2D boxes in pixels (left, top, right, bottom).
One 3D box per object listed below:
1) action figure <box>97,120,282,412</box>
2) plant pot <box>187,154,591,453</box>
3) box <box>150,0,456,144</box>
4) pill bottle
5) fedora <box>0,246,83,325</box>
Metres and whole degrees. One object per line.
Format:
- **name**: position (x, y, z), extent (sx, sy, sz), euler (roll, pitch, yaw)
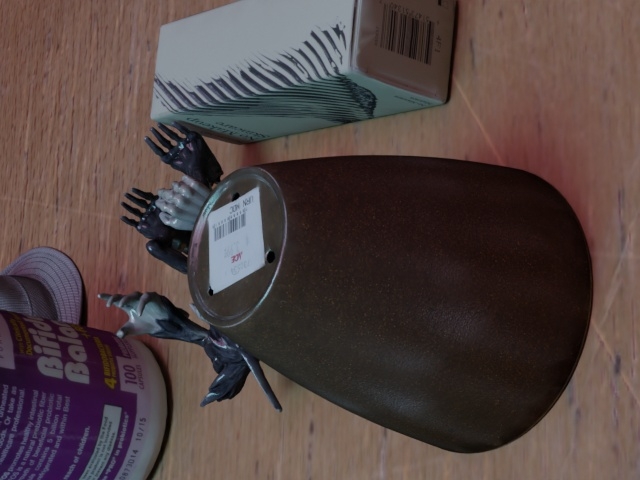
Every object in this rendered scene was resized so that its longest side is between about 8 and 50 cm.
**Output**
- **action figure**: position (-0.101, 0.024, 1.226), extent (0.164, 0.141, 0.276), euler (-57, 37, 20)
- **plant pot**: position (0.030, 0.026, 1.032), extent (0.215, 0.230, 0.215), euler (-21, 62, 46)
- **box**: position (-0.021, -0.151, 1.252), extent (0.275, 0.113, 0.094), euler (-8, 73, 51)
- **pill bottle**: position (-0.304, 0.144, 1.342), extent (0.169, 0.301, 0.169), euler (-20, 63, 46)
- **fedora**: position (-0.369, 0.129, 1.571), extent (0.243, 0.124, 0.275), euler (26, 99, 51)
